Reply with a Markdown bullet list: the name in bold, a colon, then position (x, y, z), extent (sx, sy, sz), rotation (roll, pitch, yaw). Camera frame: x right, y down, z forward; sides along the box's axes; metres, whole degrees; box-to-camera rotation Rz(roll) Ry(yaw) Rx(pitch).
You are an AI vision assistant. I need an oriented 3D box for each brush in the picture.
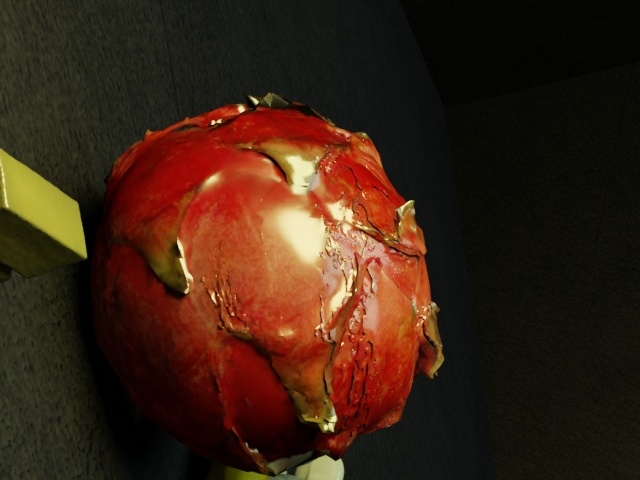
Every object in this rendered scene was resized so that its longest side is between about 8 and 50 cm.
- **brush**: position (-0.236, -0.030, 0.801), extent (0.233, 0.103, 0.047), rotation (46, 32, -64)

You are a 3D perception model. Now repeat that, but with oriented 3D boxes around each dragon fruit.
- **dragon fruit**: position (-0.046, 0.039, 1.142), extent (0.302, 0.295, 0.295), rotation (65, 13, 4)

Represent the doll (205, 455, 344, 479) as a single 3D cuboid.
- **doll**: position (-0.039, 0.283, 1.308), extent (0.252, 0.111, 0.237), rotation (40, 37, -55)
